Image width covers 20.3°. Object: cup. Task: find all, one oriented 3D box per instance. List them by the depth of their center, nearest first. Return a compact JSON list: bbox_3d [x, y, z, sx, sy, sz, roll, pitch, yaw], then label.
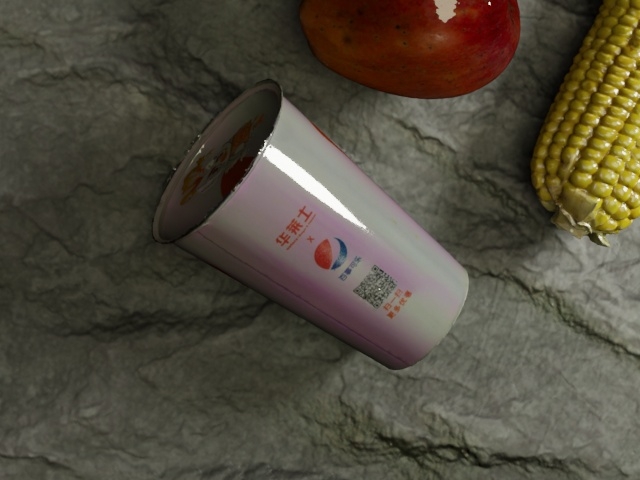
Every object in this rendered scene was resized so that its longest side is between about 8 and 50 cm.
[{"bbox_3d":[0.000,0.000,1.802,0.288,0.203,0.203,37,87,-21],"label":"cup"}]

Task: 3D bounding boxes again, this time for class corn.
[{"bbox_3d":[0.335,-0.184,1.876,0.144,0.144,0.387,22,91,-16],"label":"corn"}]

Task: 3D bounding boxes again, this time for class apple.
[{"bbox_3d":[0.095,-0.253,1.774,0.234,0.234,0.234,-2,97,-14],"label":"apple"}]
